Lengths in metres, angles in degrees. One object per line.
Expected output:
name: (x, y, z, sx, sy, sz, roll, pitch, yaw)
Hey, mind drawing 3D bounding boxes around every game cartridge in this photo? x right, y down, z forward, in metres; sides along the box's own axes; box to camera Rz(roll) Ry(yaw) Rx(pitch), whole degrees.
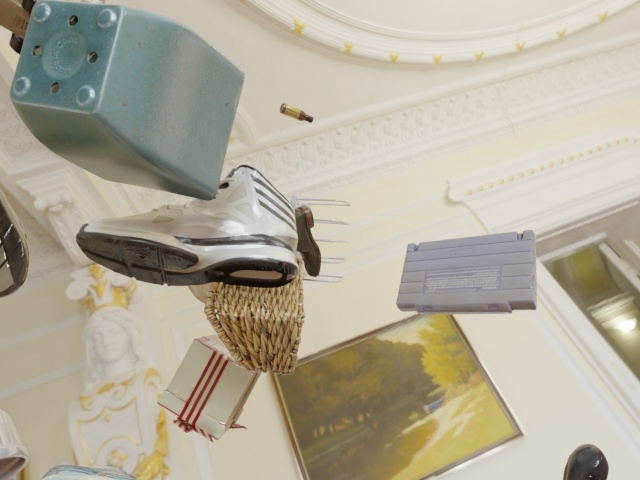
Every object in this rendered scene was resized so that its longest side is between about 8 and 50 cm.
game cartridge: (0.393, 0.093, 1.133, 0.354, 0.230, 0.068, -7, -37, 35)

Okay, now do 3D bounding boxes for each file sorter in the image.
file sorter: (0.000, 0.000, 1.391, 0.173, 0.278, 0.193, 5, 1, 14)

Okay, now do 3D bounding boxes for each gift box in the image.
gift box: (-0.333, 0.485, 1.340, 0.258, 0.276, 0.255, -61, -13, -6)

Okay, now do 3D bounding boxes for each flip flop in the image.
flip flop: (-0.662, -0.004, 0.858, 0.112, 0.277, 0.080, -34, -25, -10)

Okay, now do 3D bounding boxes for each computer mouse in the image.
computer mouse: (0.423, 0.462, 0.719, 0.041, 0.071, 0.242, 20, -85, -7)

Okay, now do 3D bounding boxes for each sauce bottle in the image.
sauce bottle: (-0.086, -0.463, 1.518, 0.128, 0.042, 0.042, 16, -50, -29)

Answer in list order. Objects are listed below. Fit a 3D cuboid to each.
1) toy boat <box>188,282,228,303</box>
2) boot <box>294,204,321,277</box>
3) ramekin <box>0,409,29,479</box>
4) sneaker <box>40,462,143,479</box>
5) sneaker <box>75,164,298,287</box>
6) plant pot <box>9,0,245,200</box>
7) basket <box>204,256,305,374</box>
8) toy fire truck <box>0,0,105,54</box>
toy boat: (-0.360, 0.046, 1.426, 0.267, 0.148, 0.318, -28, -72, -10)
boot: (-0.066, 0.017, 1.187, 0.106, 0.082, 0.219, -22, -71, -35)
ramekin: (-0.641, 0.382, 0.719, 0.207, 0.109, 0.207, -28, -24, -13)
sneaker: (-0.342, 0.442, 0.719, 0.283, 0.122, 0.110, 26, -97, -19)
sneaker: (-0.269, -0.044, 0.918, 0.447, 0.258, 0.169, 7, -33, -10)
plant pot: (-0.303, -0.224, 0.646, 0.247, 0.247, 0.252, 12, -3, 14)
basket: (-0.164, 0.181, 1.038, 0.222, 0.299, 0.214, 7, -64, -8)
toy fire truck: (-0.551, -0.491, 0.852, 0.217, 0.246, 0.158, 29, -58, -27)
